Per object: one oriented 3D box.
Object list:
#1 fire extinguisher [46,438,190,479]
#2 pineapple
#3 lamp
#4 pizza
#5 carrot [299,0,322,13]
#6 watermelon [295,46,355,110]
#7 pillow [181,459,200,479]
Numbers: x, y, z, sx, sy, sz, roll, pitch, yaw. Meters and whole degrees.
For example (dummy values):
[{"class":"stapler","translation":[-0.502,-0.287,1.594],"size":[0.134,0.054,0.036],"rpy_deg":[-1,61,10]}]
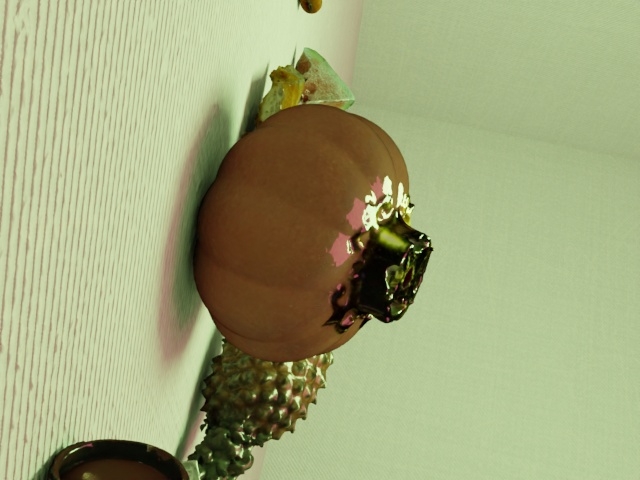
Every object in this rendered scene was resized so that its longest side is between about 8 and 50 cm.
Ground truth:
[{"class":"fire extinguisher","translation":[-0.157,0.323,0.570],"size":[0.105,0.141,0.341],"rpy_deg":[-4,109,-53]},{"class":"pineapple","translation":[-0.111,0.244,1.108],"size":[0.361,0.175,0.175],"rpy_deg":[-53,160,-46]},{"class":"lamp","translation":[0.000,0.000,0.911],"size":[0.305,0.239,0.305],"rpy_deg":[-46,148,-40]},{"class":"pizza","translation":[-0.073,-0.131,1.075],"size":[0.134,0.056,0.271],"rpy_deg":[102,4,-77]},{"class":"carrot","translation":[-0.017,-0.410,1.244],"size":[0.190,0.037,0.037],"rpy_deg":[84,18,-77]},{"class":"watermelon","translation":[-0.014,-0.236,1.388],"size":[0.098,0.121,0.158],"rpy_deg":[-50,-166,44]},{"class":"pillow","translation":[-0.175,0.351,0.846],"size":[0.144,0.078,0.254],"rpy_deg":[-62,166,-45]}]
